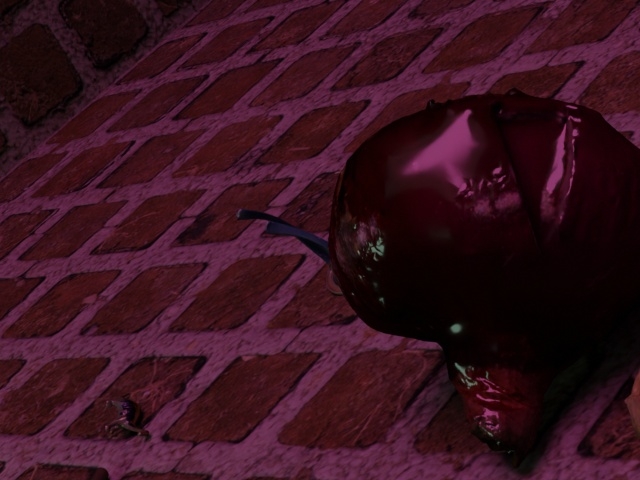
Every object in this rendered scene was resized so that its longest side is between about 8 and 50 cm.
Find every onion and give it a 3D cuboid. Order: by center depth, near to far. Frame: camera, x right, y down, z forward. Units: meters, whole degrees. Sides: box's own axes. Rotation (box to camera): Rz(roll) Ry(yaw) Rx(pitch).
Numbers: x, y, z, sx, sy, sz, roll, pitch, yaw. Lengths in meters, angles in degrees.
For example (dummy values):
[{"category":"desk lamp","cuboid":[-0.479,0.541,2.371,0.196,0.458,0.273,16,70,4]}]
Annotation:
[{"category":"onion","cuboid":[0.212,0.057,1.986,0.398,0.420,0.398,-7,-18,-2]}]

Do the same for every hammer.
[{"category":"hammer","cuboid":[-0.340,0.345,2.409,0.110,0.019,0.035,-25,21,30]}]

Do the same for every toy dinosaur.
[{"category":"toy dinosaur","cuboid":[-0.286,0.252,2.515,0.058,0.037,0.180,-10,25,-12]}]

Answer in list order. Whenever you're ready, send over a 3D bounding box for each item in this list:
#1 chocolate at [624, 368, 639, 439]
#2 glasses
[{"category":"chocolate","cuboid":[0.433,0.111,1.743,0.309,0.134,0.134,-35,21,-16]},{"category":"glasses","cuboid":[-0.013,0.028,2.455,0.190,0.221,0.088,28,101,64]}]
